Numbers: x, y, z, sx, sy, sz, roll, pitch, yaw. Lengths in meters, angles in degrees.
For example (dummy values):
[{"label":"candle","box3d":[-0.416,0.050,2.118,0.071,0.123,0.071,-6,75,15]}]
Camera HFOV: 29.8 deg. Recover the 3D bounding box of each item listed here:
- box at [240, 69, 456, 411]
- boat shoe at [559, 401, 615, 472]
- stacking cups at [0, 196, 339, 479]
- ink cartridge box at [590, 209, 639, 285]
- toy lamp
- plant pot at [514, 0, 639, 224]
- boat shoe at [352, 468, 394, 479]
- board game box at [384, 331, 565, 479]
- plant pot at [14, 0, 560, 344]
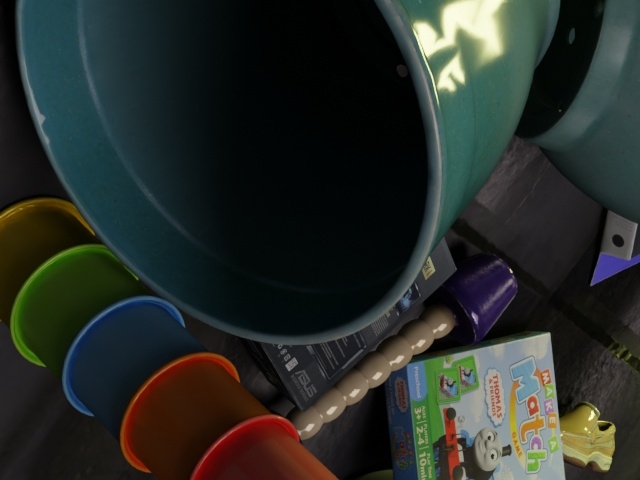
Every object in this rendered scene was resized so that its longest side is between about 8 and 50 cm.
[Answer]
[{"label":"box","box3d":[0.000,0.000,0.933,0.183,0.059,0.232,-42,138,-13]},{"label":"boat shoe","box3d":[0.290,0.218,1.373,0.190,0.068,0.072,25,87,-59]},{"label":"stacking cups","box3d":[-0.094,0.085,0.705,0.096,0.316,0.096,-27,135,-31]},{"label":"ink cartridge box","box3d":[0.383,-0.059,1.270,0.206,0.045,0.208,-22,133,-32]},{"label":"toy lamp","box3d":[0.058,0.101,1.050,0.275,0.080,0.080,-33,136,-19]},{"label":"plant pot","box3d":[0.259,-0.147,0.936,0.196,0.293,0.293,8,114,-18]},{"label":"boat shoe","box3d":[0.144,0.287,1.242,0.320,0.103,0.118,3,115,-45]},{"label":"board game box","box3d":[0.154,0.182,1.172,0.212,0.039,0.160,-7,91,-42]},{"label":"plant pot","box3d":[0.011,-0.118,0.708,0.255,0.272,0.271,-38,141,-45]}]
